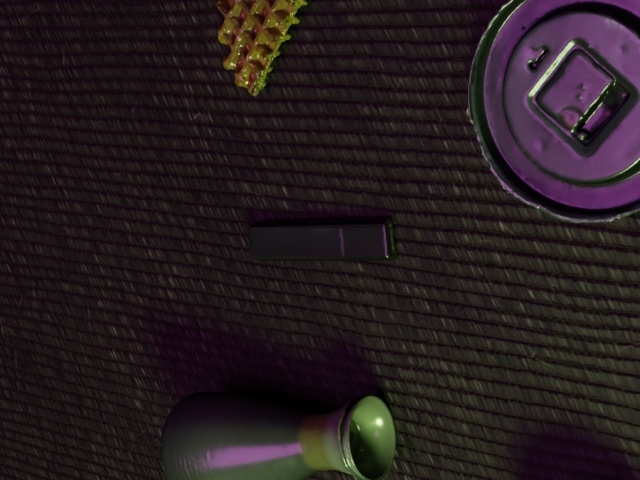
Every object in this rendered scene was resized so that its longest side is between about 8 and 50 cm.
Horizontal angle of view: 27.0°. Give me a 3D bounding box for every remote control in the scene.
[{"bbox_3d":[0.000,0.000,1.834,0.245,0.025,0.063,-2,98,39],"label":"remote control"}]

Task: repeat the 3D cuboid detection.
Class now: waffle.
[{"bbox_3d":[-0.074,-0.288,1.789,0.160,0.046,0.192,11,111,36],"label":"waffle"}]

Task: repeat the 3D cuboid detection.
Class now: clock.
[{"bbox_3d":[0.297,-0.160,1.479,0.280,0.055,0.281,9,106,32],"label":"clock"}]

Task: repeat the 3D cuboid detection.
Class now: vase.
[{"bbox_3d":[-0.057,0.287,1.886,0.321,0.173,0.173,-12,96,34],"label":"vase"}]

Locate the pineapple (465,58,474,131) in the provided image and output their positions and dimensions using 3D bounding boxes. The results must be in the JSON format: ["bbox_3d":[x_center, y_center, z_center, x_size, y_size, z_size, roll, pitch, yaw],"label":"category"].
[{"bbox_3d":[0.264,-0.160,1.558,0.221,0.047,0.221,12,110,34],"label":"pineapple"}]
